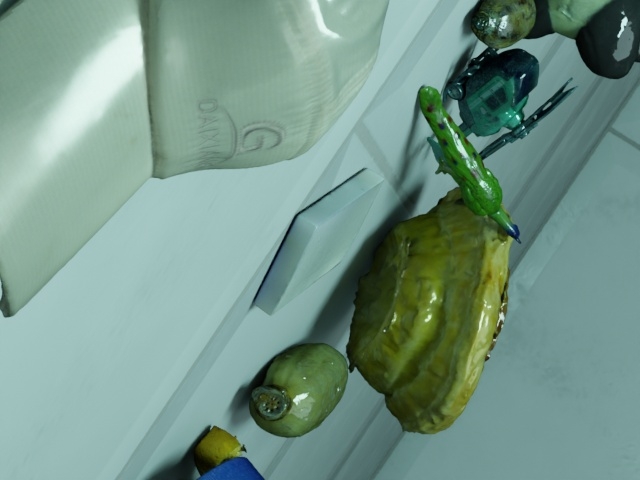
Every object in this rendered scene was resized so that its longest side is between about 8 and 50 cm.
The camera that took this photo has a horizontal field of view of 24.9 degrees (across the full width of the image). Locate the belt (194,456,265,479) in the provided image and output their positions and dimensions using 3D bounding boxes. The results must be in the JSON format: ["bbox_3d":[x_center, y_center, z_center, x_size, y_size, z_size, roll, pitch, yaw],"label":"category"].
[{"bbox_3d":[-0.117,0.328,1.410,0.212,0.117,0.347,-37,166,-18],"label":"belt"}]

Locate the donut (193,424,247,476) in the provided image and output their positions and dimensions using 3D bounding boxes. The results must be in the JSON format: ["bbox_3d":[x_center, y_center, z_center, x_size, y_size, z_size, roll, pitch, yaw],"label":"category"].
[{"bbox_3d":[-0.096,0.214,1.402,0.038,0.067,0.083,-32,-162,-22],"label":"donut"}]

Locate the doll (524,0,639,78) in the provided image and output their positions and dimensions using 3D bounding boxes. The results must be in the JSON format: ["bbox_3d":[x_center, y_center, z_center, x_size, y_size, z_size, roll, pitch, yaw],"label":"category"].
[{"bbox_3d":[0.284,-0.256,1.477,0.234,0.143,0.135,-32,147,-62],"label":"doll"}]

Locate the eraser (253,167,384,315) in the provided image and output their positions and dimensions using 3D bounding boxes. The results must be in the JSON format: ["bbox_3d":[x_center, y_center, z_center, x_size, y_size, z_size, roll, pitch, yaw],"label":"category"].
[{"bbox_3d":[0.000,0.000,1.304,0.150,0.023,0.104,-36,156,-58],"label":"eraser"}]

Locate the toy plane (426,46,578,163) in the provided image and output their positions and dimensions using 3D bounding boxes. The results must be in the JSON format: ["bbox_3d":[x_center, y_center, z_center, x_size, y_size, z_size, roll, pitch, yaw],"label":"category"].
[{"bbox_3d":[0.168,-0.131,1.464,0.060,0.096,0.235,-46,-178,-32],"label":"toy plane"}]

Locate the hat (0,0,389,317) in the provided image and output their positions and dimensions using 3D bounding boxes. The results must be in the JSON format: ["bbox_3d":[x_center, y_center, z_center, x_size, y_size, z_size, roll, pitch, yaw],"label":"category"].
[{"bbox_3d":[-0.057,-0.063,0.654,0.219,0.164,0.226,99,6,-61],"label":"hat"}]

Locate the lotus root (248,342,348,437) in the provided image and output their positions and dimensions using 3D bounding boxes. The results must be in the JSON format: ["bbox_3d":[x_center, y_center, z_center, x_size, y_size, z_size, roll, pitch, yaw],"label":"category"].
[{"bbox_3d":[-0.023,0.158,1.497,0.090,0.077,0.183,-60,169,14],"label":"lotus root"}]

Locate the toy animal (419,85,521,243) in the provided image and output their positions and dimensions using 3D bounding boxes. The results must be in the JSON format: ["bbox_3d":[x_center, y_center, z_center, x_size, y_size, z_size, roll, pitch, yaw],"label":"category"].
[{"bbox_3d":[0.136,-0.082,1.437,0.041,0.075,0.217,-39,123,-5],"label":"toy animal"}]

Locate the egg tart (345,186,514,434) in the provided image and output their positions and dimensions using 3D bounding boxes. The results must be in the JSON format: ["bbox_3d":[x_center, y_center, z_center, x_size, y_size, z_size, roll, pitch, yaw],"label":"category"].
[{"bbox_3d":[0.109,0.067,1.572,0.290,0.115,0.290,-164,-90,-76],"label":"egg tart"}]

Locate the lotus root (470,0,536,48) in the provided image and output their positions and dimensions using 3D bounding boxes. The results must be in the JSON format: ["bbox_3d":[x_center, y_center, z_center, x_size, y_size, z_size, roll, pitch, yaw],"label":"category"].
[{"bbox_3d":[0.172,-0.209,1.372,0.099,0.049,0.054,-26,150,-56],"label":"lotus root"}]
